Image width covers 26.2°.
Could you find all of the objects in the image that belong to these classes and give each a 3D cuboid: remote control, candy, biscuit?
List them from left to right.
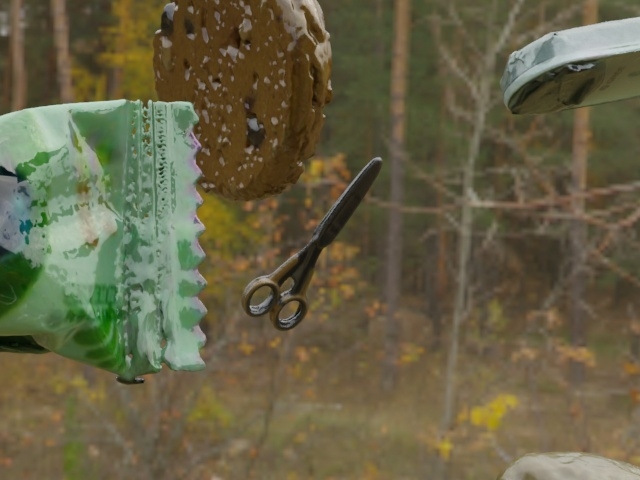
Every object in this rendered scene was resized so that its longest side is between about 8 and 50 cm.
[{"bbox_3d":[-0.281,-0.002,1.174,0.397,0.263,0.172,0,1,-23],"label":"candy"},{"bbox_3d":[-0.081,-0.179,1.450,0.075,0.296,0.296,-10,9,-34],"label":"biscuit"},{"bbox_3d":[0.277,-0.164,1.262,0.247,0.052,0.104,-12,-20,-20],"label":"remote control"}]

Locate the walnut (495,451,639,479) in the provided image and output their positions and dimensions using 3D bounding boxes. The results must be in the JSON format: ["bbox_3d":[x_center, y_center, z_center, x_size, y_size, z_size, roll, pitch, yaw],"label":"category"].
[{"bbox_3d":[0.282,0.334,1.388,0.283,0.227,0.283,30,7,-4],"label":"walnut"}]

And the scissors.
[{"bbox_3d":[0.000,0.000,1.487,0.088,0.220,0.017,29,11,-39],"label":"scissors"}]
